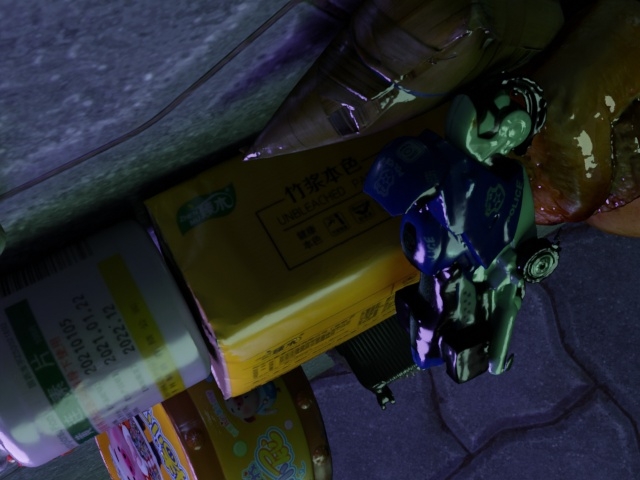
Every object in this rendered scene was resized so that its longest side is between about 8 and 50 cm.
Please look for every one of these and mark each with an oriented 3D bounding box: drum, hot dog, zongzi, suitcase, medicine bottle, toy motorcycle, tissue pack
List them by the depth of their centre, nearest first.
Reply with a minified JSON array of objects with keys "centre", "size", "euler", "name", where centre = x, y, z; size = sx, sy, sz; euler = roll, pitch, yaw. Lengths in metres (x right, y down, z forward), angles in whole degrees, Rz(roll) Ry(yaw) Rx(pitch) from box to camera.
[{"centre":[0.087,-0.171,0.914],"size":[0.289,0.123,0.260],"euler":[-39,166,34],"name":"zongzi"},{"centre":[0.142,-0.006,0.917],"size":[0.196,0.125,0.331],"euler":[-17,127,-20],"name":"toy motorcycle"},{"centre":[-0.313,0.136,0.996],"size":[0.340,0.208,0.208],"euler":[-27,166,-13],"name":"medicine bottle"},{"centre":[0.299,-0.128,1.101],"size":[0.185,0.223,0.405],"euler":[-50,-173,-12],"name":"hot dog"},{"centre":[0.000,0.000,1.113],"size":[0.382,0.228,0.293],"euler":[-28,163,-14],"name":"tissue pack"},{"centre":[-0.182,0.289,1.361],"size":[0.214,0.431,0.431],"euler":[-21,163,-31],"name":"drum"},{"centre":[0.101,0.120,1.581],"size":[0.202,0.312,0.128],"euler":[-31,177,1],"name":"suitcase"}]

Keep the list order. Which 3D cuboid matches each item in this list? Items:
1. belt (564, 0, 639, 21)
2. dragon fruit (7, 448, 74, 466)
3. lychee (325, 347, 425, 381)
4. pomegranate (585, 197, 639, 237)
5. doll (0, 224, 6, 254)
[{"centre":[0.423,-0.256,1.189],"size":[0.164,0.184,0.289],"euler":[-34,172,-5],"name":"belt"},{"centre":[-0.436,0.264,1.353],"size":[0.172,0.160,0.166],"euler":[-17,-156,6],"name":"dragon fruit"},{"centre":[0.113,0.150,1.793],"size":[0.300,0.300,0.300],"euler":[-28,166,-8],"name":"lychee"},{"centre":[0.582,-0.173,1.581],"size":[0.338,0.338,0.338],"euler":[-28,166,-8],"name":"pomegranate"},{"centre":[-0.389,0.054,0.748],"size":[0.275,0.113,0.155],"euler":[-25,168,-25],"name":"doll"}]
